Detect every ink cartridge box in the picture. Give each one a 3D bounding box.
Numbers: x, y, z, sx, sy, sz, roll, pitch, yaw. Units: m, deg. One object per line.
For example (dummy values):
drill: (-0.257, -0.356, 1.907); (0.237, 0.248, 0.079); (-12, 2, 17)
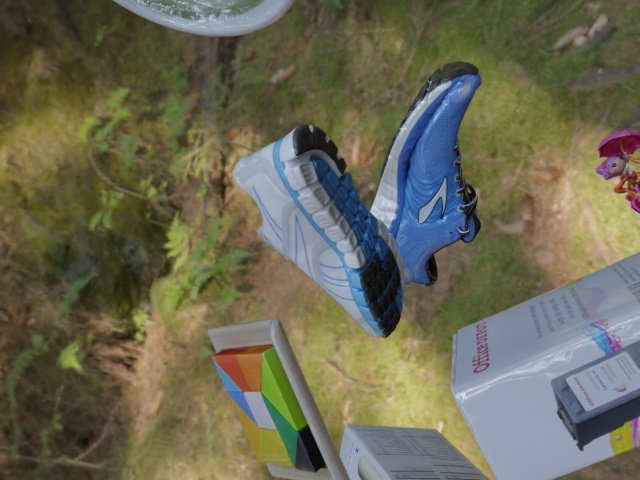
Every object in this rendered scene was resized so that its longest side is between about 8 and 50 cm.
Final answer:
ink cartridge box: (0.303, 0.116, 0.874); (0.306, 0.131, 0.226); (-27, 4, 14)

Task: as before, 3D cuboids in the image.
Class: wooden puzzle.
wooden puzzle: (-0.064, 0.208, 1.045); (0.239, 0.044, 0.220); (-16, 99, 63)

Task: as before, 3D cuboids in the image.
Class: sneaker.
sneaker: (0.000, 0.000, 0.641); (0.083, 0.190, 0.071); (-12, 31, 33)
sneaker: (0.155, -0.078, 1.099); (0.129, 0.147, 0.330); (-60, -12, -55)

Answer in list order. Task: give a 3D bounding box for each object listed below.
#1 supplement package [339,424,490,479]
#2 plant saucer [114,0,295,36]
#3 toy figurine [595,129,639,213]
supplement package: (0.158, 0.477, 1.506); (0.263, 0.198, 0.199); (-148, 67, -70)
plant saucer: (-0.198, -0.450, 1.131); (0.400, 0.401, 0.100); (-29, 36, 57)
toy figurine: (0.544, -0.118, 1.443); (0.173, 0.130, 0.159); (-43, 61, -14)
